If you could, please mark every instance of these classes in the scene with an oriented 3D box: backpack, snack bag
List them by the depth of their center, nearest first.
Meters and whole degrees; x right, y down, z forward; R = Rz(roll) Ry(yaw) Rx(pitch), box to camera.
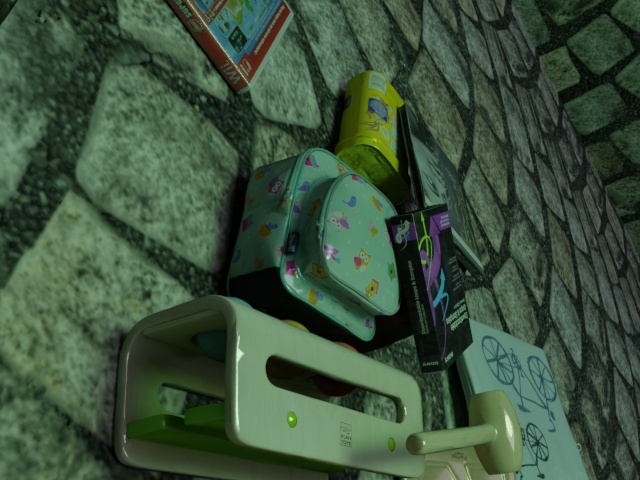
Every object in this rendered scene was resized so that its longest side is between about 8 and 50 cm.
[{"bbox_3d":[0.000,0.000,0.733,0.166,0.144,0.188,34,44,-40],"label":"backpack"},{"bbox_3d":[0.322,0.295,1.114,0.323,0.037,0.343,24,44,-44],"label":"snack bag"}]

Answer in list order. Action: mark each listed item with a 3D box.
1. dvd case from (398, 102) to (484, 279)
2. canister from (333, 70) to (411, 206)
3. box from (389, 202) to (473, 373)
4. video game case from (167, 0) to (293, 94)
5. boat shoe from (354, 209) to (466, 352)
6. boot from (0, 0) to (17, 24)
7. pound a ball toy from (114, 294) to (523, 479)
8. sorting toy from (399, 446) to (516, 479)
[{"bbox_3d":[0.168,-0.072,0.995,0.164,0.018,0.221,44,30,-37],"label":"dvd case"},{"bbox_3d":[0.079,-0.146,1.013,0.126,0.073,0.170,46,36,-35],"label":"canister"},{"bbox_3d":[0.121,0.046,0.750,0.116,0.029,0.162,-18,98,-62],"label":"box"},{"bbox_3d":[-0.141,-0.332,0.812,0.285,0.025,0.204,52,34,-27],"label":"video game case"},{"bbox_3d":[0.098,0.039,0.908,0.120,0.122,0.324,62,23,-4],"label":"boat shoe"},{"bbox_3d":[-0.286,-0.264,0.504,0.161,0.083,0.247,22,49,-43],"label":"boot"},{"bbox_3d":[0.017,0.131,0.617,0.319,0.208,0.136,29,50,-48],"label":"pound a ball toy"},{"bbox_3d":[0.176,0.348,0.870,0.193,0.038,0.208,13,61,-29],"label":"sorting toy"}]
